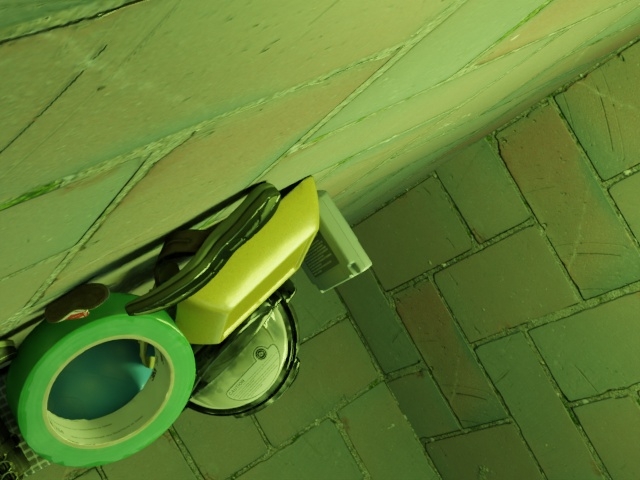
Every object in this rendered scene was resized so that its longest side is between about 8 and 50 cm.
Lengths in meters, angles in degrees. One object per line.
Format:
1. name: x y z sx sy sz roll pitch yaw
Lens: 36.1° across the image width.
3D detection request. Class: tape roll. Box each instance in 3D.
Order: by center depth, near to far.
1. tape roll: -0.381 0.247 1.722 0.321 0.321 0.077 -29 -139 -16

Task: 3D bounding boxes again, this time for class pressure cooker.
1. pressure cooker: -0.237 0.251 2.441 0.375 0.370 0.420 0 176 0

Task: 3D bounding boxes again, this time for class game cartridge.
1. game cartridge: 0.000 0.000 2.013 0.060 0.196 0.294 -36 180 -18

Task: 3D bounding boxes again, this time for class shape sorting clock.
1. shape sorting clock: -0.305 0.141 1.869 0.040 0.206 0.206 12 179 3

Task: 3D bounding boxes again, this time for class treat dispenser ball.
1. treat dispenser ball: -0.438 0.297 1.962 0.288 0.288 0.288 -29 177 -2

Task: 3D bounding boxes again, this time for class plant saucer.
1. plant saucer: -0.127 0.063 1.850 0.333 0.081 0.333 -43 174 -21

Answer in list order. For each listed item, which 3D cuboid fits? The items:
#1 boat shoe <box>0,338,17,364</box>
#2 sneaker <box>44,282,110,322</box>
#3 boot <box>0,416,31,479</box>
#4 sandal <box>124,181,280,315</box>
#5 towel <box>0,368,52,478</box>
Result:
1. boat shoe: -0.553 0.216 1.541 0.080 0.073 0.223 -31 177 22
2. sneaker: -0.371 0.095 1.551 0.118 0.042 0.067 -22 176 18
3. boot: -0.650 0.381 1.921 0.091 0.229 0.263 -29 177 0
4. sandal: -0.191 0.010 1.545 0.303 0.086 0.120 -44 172 -2
5. towel: -0.587 0.358 2.125 0.284 0.235 0.121 -28 178 -11
